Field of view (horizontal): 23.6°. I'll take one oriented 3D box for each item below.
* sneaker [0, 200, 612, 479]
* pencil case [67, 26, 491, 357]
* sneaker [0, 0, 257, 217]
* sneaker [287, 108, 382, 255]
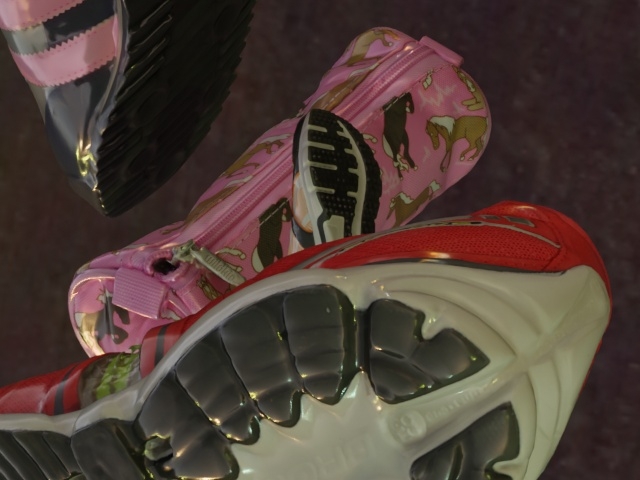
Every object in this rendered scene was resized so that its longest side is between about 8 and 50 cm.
[{"bbox_3d":[-0.028,0.065,0.461,0.279,0.118,0.107,-22,99,39],"label":"sneaker"},{"bbox_3d":[-0.022,-0.021,1.230,0.167,0.386,0.160,-9,117,50],"label":"pencil case"},{"bbox_3d":[-0.106,-0.135,0.655,0.131,0.112,0.319,35,151,17],"label":"sneaker"},{"bbox_3d":[0.000,0.000,0.591,0.044,0.040,0.109,-30,56,42],"label":"sneaker"}]
